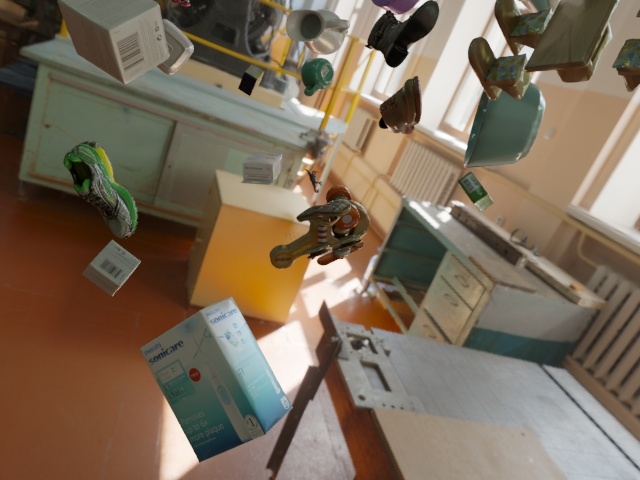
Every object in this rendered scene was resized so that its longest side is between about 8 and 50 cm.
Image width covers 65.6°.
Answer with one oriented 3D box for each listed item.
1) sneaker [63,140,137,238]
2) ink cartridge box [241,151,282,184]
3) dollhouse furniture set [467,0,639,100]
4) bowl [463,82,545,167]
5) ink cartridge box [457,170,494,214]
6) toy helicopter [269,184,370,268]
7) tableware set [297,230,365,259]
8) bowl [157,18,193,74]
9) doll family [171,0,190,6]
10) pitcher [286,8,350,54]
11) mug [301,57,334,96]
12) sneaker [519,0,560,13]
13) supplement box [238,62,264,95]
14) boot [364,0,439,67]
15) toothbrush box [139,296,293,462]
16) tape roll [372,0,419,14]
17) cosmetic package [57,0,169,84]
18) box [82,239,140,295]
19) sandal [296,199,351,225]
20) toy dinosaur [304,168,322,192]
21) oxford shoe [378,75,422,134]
[{"bbox_3d":[-0.747,-0.152,1.669,0.344,0.134,0.146,64,24,-18],"label":"sneaker"},{"bbox_3d":[-0.196,-0.243,1.663,0.104,0.062,0.181,4,24,6],"label":"ink cartridge box"},{"bbox_3d":[0.519,-0.512,0.969,0.362,0.394,0.256,15,-21,49],"label":"dollhouse furniture set"},{"bbox_3d":[0.543,-0.347,1.456,0.163,0.312,0.311,16,18,8],"label":"bowl"},{"bbox_3d":[0.581,-0.173,1.839,0.209,0.062,0.109,18,39,-62],"label":"ink cartridge box"},{"bbox_3d":[0.000,0.000,1.631,0.235,0.354,0.140,55,10,-38],"label":"toy helicopter"},{"bbox_3d":[0.040,0.025,1.481,0.194,0.039,0.128,-17,6,24],"label":"tableware set"},{"bbox_3d":[-0.503,-0.630,1.629,0.142,0.142,0.053,41,10,-27],"label":"bowl"},{"bbox_3d":[-0.463,-0.805,1.444,0.262,0.163,0.118,4,8,-33],"label":"doll family"},{"bbox_3d":[0.020,-0.611,1.446,0.177,0.126,0.207,8,15,20],"label":"pitcher"},{"bbox_3d":[-0.003,-0.688,2.096,0.129,0.158,0.097,-13,17,-40],"label":"mug"},{"bbox_3d":[0.466,-0.693,1.284,0.366,0.150,0.135,40,9,-21],"label":"sneaker"},{"bbox_3d":[-0.270,-0.627,1.938,0.056,0.083,0.083,31,48,-7],"label":"supplement box"},{"bbox_3d":[0.263,-0.733,1.692,0.091,0.263,0.229,24,32,-36],"label":"boot"},{"bbox_3d":[-0.238,0.312,1.128,0.296,0.216,0.126,62,26,5],"label":"toothbrush box"},{"bbox_3d":[0.303,-0.999,1.858,0.090,0.275,0.275,10,23,-35],"label":"tape roll"},{"bbox_3d":[-0.495,-0.510,1.204,0.183,0.151,0.151,34,59,16],"label":"cosmetic package"},{"bbox_3d":[-0.578,0.077,1.376,0.101,0.087,0.102,41,46,-14],"label":"box"},{"bbox_3d":[0.012,-0.058,1.172,0.072,0.049,0.180,-35,16,-36],"label":"sandal"},{"bbox_3d":[-0.024,-0.226,1.914,0.090,0.082,0.047,14,8,13],"label":"toy dinosaur"},{"bbox_3d":[0.267,-0.443,1.687,0.130,0.123,0.348,-1,-12,1],"label":"oxford shoe"}]
